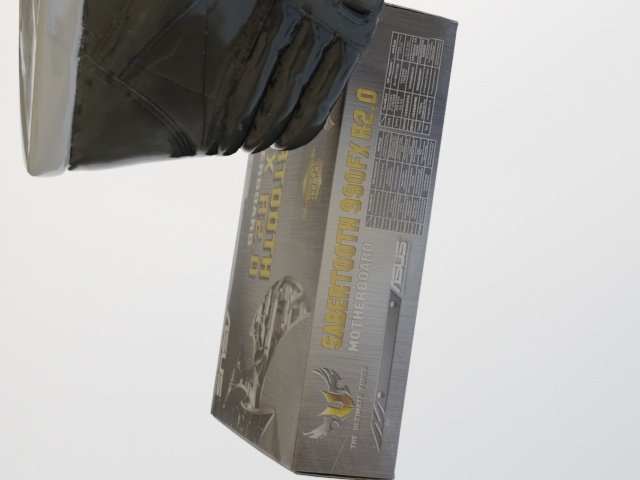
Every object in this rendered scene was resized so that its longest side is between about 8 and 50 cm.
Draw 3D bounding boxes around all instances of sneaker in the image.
[{"bbox_3d":[-0.039,-0.154,0.483,0.104,0.147,0.296,-114,-149,-47],"label":"sneaker"}]

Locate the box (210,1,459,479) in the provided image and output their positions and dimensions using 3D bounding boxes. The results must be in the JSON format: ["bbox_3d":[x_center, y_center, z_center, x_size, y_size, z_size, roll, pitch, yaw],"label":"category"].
[{"bbox_3d":[0.000,0.000,0.654,0.183,0.056,0.231,-175,-86,-73],"label":"box"}]
